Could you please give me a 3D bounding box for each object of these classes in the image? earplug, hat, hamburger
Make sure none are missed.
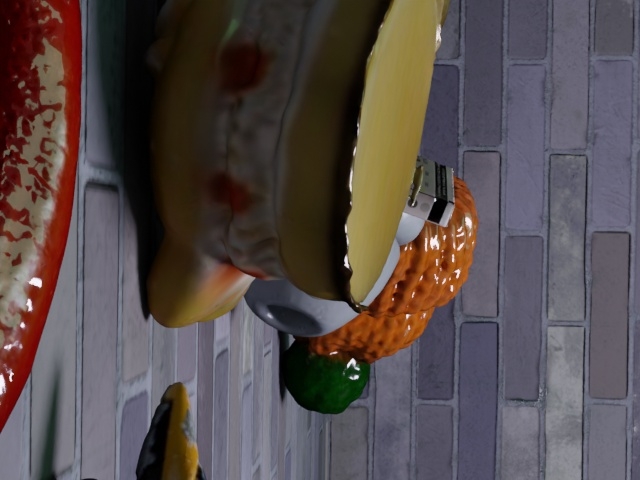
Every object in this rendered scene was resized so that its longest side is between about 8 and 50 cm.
[{"bbox_3d":[0.003,-0.011,1.411,0.325,0.214,0.175,-61,167,-68],"label":"earplug"},{"bbox_3d":[0.069,0.087,1.778,0.285,0.285,0.400,-77,172,-70],"label":"hat"},{"bbox_3d":[-0.027,-0.075,0.933,0.261,0.186,0.303,-33,131,-70],"label":"hamburger"}]

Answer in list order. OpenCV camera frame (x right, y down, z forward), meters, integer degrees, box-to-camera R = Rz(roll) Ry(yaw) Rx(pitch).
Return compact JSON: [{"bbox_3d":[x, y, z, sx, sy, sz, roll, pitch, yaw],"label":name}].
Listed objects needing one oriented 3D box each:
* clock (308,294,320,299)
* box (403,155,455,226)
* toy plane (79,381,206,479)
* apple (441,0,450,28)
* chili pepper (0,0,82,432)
[{"bbox_3d":[-0.026,-0.049,1.217,0.063,0.155,0.229,71,-3,-80],"label":"clock"},{"bbox_3d":[0.026,-0.087,1.324,0.129,0.247,0.033,-79,-171,-68],"label":"box"},{"bbox_3d":[-0.108,0.229,0.655,0.204,0.103,0.316,85,1,-68],"label":"toy plane"},{"bbox_3d":[0.023,-0.277,1.327,0.257,0.234,0.257,1,90,-89],"label":"apple"},{"bbox_3d":[-0.128,-0.013,0.373,0.137,0.092,0.368,54,33,-64],"label":"chili pepper"}]
